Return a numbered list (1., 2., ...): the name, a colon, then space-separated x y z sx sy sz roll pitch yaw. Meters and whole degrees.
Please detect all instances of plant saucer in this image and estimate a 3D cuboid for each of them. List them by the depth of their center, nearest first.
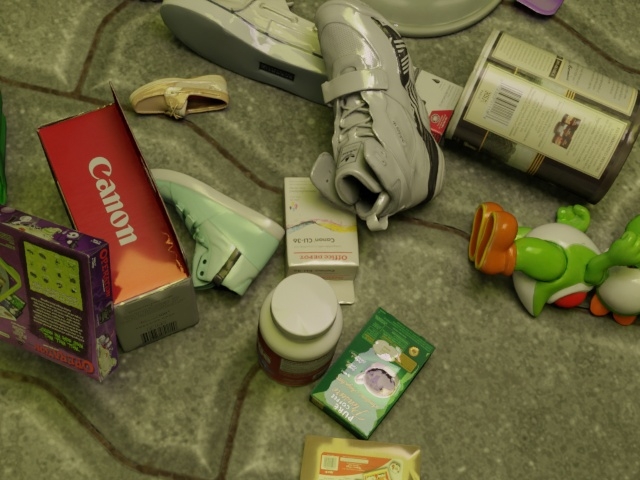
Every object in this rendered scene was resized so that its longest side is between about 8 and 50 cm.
1. plant saucer: 0.178 -0.572 1.757 0.400 0.100 0.400 1 72 -4

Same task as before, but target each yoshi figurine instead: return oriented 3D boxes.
1. yoshi figurine: 0.432 0.004 1.498 0.362 0.203 0.203 14 59 -2

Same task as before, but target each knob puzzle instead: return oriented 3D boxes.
1. knob puzzle: 0.054 0.388 1.376 0.213 0.030 0.213 -1 72 3

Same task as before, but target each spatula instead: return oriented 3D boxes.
1. spatula: 0.468 -0.531 1.820 0.084 0.030 0.296 34 67 9

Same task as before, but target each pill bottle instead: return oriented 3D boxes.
1. pill bottle: -0.031 0.128 1.382 0.121 0.216 0.121 2 66 -5

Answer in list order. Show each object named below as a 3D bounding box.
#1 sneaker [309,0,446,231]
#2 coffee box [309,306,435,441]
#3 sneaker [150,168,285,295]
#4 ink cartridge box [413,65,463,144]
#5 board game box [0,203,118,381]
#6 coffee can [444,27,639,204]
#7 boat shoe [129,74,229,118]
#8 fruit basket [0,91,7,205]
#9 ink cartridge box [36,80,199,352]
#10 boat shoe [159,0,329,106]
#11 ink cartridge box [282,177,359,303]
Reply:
1. sneaker: 0.064 -0.193 1.477 0.210 0.137 0.366 -40 109 -50
2. coffee box: 0.079 0.204 1.455 0.113 0.040 0.184 35 67 10
3. sneaker: -0.200 -0.010 1.498 0.256 0.094 0.151 27 80 17
4. ink cartridge box: 0.155 -0.238 1.644 0.150 0.063 0.109 24 66 5
5. board game box: -0.434 0.048 1.308 0.347 0.208 0.056 18 30 22
6. coffee can: 0.372 -0.207 1.575 0.275 0.201 0.201 25 66 6
7. boat shoe: -0.236 -0.238 1.608 0.170 0.063 0.059 -13 62 -11
8. fruit basket: -0.670 -0.118 1.424 0.392 0.283 0.392 4 48 -5
9. ink cartridge box: -0.299 -0.031 1.397 0.130 0.272 0.309 -22 70 -14
10. boat shoe: -0.084 -0.371 1.643 0.367 0.136 0.156 22 66 1
11. ink cartridge box: 0.000 0.000 1.522 0.115 0.067 0.198 -1 66 -7
